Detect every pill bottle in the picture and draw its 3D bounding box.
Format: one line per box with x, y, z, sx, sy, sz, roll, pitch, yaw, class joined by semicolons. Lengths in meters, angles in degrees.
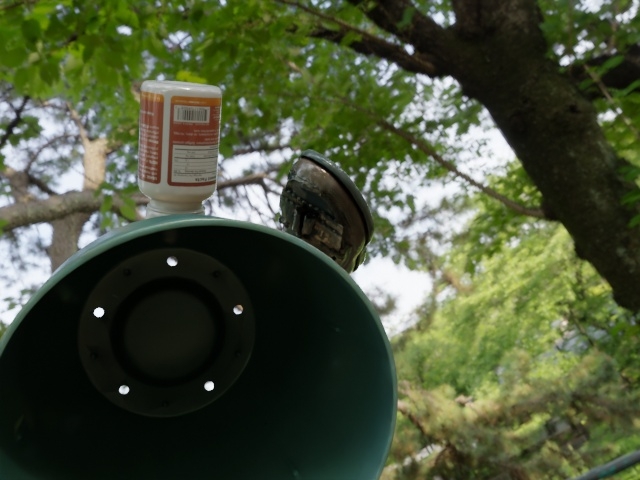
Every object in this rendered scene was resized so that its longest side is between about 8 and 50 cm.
-0.217;-0.131;1.070;0.121;0.121;0.216;-10;-68;-47;pill bottle

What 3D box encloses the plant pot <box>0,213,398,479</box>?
-0.117;0.110;0.593;0.293;0.293;0.235;-25;17;-13;plant pot

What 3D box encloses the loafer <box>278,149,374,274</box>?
0.000;0.000;0.757;0.084;0.096;0.267;-49;-18;-13;loafer
